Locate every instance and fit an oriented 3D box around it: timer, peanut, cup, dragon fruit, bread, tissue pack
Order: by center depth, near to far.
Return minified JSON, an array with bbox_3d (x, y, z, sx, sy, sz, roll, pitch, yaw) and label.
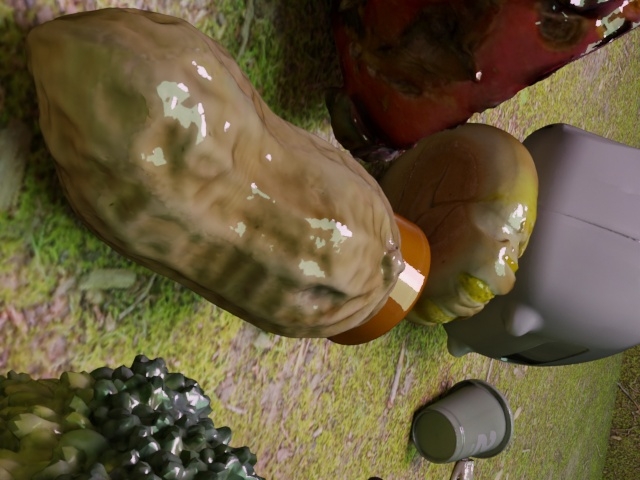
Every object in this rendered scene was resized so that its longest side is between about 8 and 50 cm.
[{"bbox_3d":[-0.053,-0.029,0.511,0.140,0.153,0.325,-58,141,-6],"label":"peanut"},{"bbox_3d":[0.119,-0.247,0.644,0.314,0.296,0.262,-34,98,-45],"label":"dragon fruit"},{"bbox_3d":[0.000,0.000,0.691,0.152,0.132,0.132,39,68,-35],"label":"timer"},{"bbox_3d":[0.127,-0.013,0.798,0.105,0.213,0.213,36,72,-39],"label":"bread"},{"bbox_3d":[0.271,0.034,0.951,0.333,0.229,0.236,119,-10,-74],"label":"tissue pack"},{"bbox_3d":[0.202,0.266,1.166,0.141,0.120,0.120,0,104,-47],"label":"cup"}]

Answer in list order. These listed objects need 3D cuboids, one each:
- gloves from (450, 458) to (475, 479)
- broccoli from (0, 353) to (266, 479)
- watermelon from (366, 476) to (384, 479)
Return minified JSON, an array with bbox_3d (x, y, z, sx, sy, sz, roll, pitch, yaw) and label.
[{"bbox_3d":[0.243,0.401,1.377,0.044,0.037,0.081,11,102,-25],"label":"gloves"},{"bbox_3d":[-0.149,0.197,0.423,0.375,0.302,0.249,113,-10,-52],"label":"broccoli"},{"bbox_3d":[0.000,0.368,0.684,0.359,0.279,0.278,-47,141,-36],"label":"watermelon"}]
